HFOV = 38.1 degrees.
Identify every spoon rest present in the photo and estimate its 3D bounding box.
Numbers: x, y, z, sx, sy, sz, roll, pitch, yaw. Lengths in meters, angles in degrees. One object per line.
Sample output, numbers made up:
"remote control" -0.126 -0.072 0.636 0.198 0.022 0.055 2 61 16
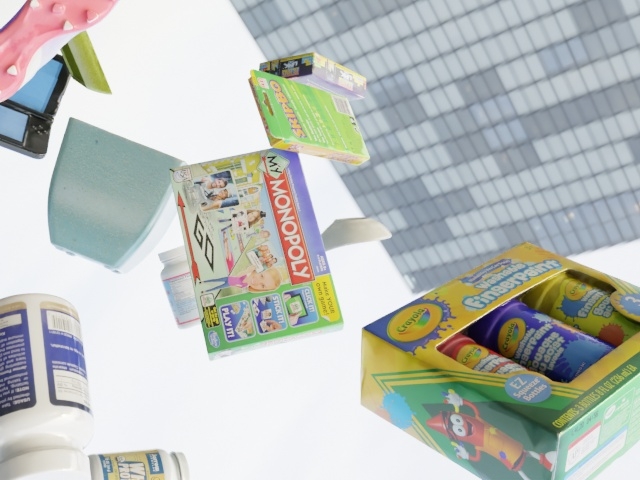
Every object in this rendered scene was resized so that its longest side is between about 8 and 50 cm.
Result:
"spoon rest" 0.000 0.000 1.802 0.277 0.084 0.137 -1 -175 5

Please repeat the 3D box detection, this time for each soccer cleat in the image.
"soccer cleat" -0.354 -0.269 1.185 0.248 0.083 0.095 -45 -164 -7

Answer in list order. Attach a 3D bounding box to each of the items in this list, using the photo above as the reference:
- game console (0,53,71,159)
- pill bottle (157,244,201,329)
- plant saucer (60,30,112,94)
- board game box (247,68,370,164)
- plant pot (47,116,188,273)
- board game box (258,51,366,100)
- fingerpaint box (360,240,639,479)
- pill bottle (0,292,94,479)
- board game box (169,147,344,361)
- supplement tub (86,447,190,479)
"game console" -0.765 -0.366 2.227 0.173 0.293 0.250 -56 -153 28
"pill bottle" -0.270 0.092 1.861 0.087 0.160 0.087 -19 -178 1
"plant saucer" -0.550 -0.422 2.094 0.045 0.188 0.188 -28 -150 -18
"board game box" -0.021 -0.196 1.498 0.039 0.259 0.124 -29 -110 29
"plant pot" -0.429 -0.072 1.906 0.247 0.248 0.252 127 -16 -83
"board game box" -0.015 -0.313 1.826 0.141 0.170 0.048 -1 -100 39
"fingerpaint box" 0.346 0.190 1.493 0.445 0.163 0.371 -23 -146 -37
"pill bottle" -0.392 0.218 1.267 0.153 0.153 0.264 -26 -123 14
"board game box" -0.104 0.012 1.462 0.214 0.046 0.317 -13 -111 -7
"supplement tub" -0.377 0.497 1.877 0.200 0.144 0.144 0 -165 -25
